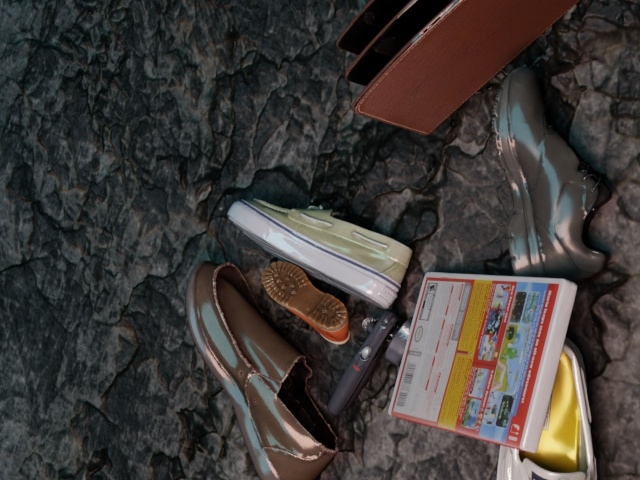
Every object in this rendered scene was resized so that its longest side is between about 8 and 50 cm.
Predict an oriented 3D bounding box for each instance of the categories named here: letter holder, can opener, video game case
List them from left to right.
[{"bbox_3d":[0.064,0.173,1.557,0.073,0.059,0.186,46,111,27],"label":"can opener"},{"bbox_3d":[0.157,-0.299,1.428,0.302,0.214,0.152,-42,66,25],"label":"letter holder"},{"bbox_3d":[0.195,0.142,1.391,0.285,0.025,0.204,0,72,61],"label":"video game case"}]

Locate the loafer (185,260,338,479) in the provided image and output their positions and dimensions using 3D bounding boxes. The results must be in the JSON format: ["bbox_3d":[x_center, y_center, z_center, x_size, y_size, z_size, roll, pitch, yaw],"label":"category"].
[{"bbox_3d":[-0.072,0.182,1.619,0.130,0.134,0.366,-31,81,25],"label":"loafer"}]

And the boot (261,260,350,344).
[{"bbox_3d":[-0.020,0.094,1.604,0.158,0.084,0.059,37,76,28],"label":"boot"}]

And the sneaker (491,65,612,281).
[{"bbox_3d":[0.296,-0.082,1.400,0.130,0.109,0.286,-10,91,27],"label":"sneaker"}]

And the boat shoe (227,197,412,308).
[{"bbox_3d":[0.000,0.000,1.600,0.302,0.109,0.094,27,79,28],"label":"boat shoe"}]

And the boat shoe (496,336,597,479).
[{"bbox_3d":[0.277,0.293,1.329,0.136,0.156,0.367,4,86,10],"label":"boat shoe"}]
